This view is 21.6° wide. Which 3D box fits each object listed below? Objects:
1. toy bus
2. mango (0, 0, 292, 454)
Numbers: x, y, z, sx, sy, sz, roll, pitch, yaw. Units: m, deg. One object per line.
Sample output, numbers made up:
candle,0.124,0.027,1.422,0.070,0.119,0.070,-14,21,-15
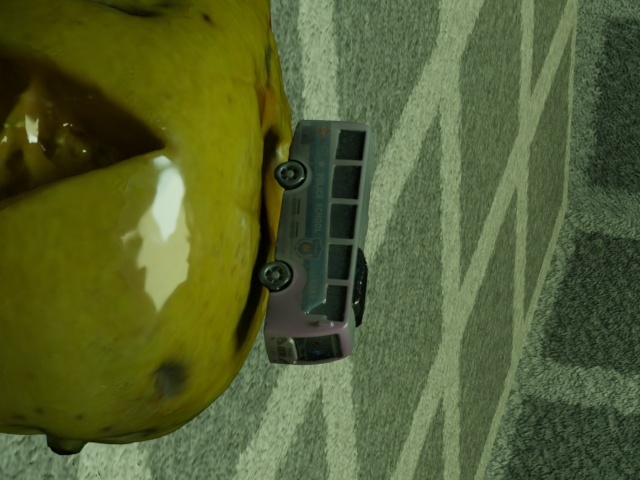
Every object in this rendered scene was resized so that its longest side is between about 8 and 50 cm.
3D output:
toy bus,0.000,0.000,0.844,0.037,0.052,0.130,82,13,-57
mango,-0.112,-0.048,0.885,0.365,0.182,0.253,-81,167,-49
